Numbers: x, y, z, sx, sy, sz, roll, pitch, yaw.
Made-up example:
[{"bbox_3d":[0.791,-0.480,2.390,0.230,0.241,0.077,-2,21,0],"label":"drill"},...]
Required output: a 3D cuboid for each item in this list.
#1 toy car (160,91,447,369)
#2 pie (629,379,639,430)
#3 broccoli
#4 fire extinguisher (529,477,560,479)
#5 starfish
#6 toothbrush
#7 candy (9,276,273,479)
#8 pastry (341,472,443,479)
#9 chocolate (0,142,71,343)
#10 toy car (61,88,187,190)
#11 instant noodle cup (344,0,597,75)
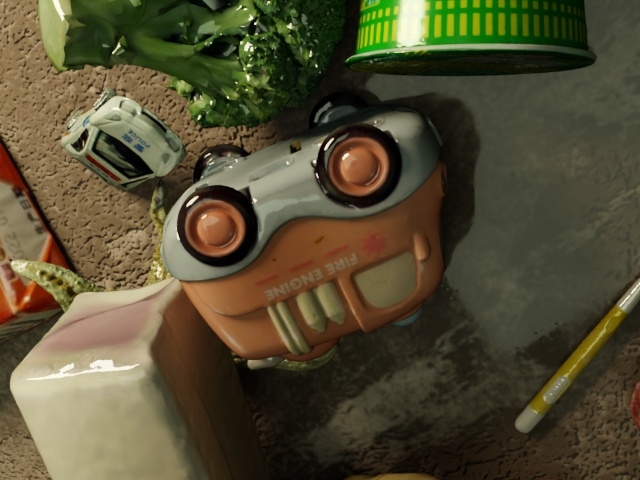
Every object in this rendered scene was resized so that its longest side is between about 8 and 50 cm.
[{"bbox_3d":[0.000,0.000,0.740,0.270,0.180,0.212,-24,109,5],"label":"toy car"},{"bbox_3d":[0.371,0.154,0.748,0.153,0.038,0.153,4,103,19],"label":"pie"},{"bbox_3d":[-0.110,-0.210,0.699,0.270,0.270,0.270,37,139,41],"label":"broccoli"},{"bbox_3d":[0.255,0.381,0.816,0.105,0.105,0.269,-22,96,22],"label":"fire extinguisher"},{"bbox_3d":[-0.192,0.123,0.886,0.358,0.078,0.347,-37,109,14],"label":"starfish"},{"bbox_3d":[0.274,0.083,0.766,0.021,0.024,0.288,35,112,5],"label":"toothbrush"},{"bbox_3d":[-0.146,0.223,0.779,0.145,0.208,0.358,-13,111,6],"label":"candy"},{"bbox_3d":[0.082,0.367,0.769,0.316,0.184,0.284,-11,104,49],"label":"pastry"},{"bbox_3d":[-0.438,0.022,0.940,0.237,0.108,0.235,-25,93,23],"label":"chocolate"},{"bbox_3d":[-0.202,-0.093,0.802,0.095,0.205,0.056,40,71,-22],"label":"toy car"},{"bbox_3d":[0.117,-0.257,0.651,0.207,0.207,0.232,1,97,18],"label":"instant noodle cup"}]
